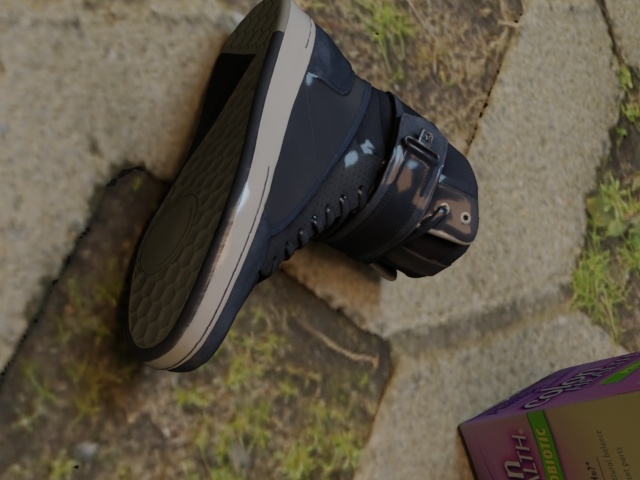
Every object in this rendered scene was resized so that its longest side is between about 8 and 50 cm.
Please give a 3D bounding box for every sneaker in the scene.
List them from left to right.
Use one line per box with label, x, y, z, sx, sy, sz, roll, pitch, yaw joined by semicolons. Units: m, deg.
sneaker;0.001;-0.001;0.670;0.163;0.086;0.226;39;51;-26

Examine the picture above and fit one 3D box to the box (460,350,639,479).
box;0.234;0.167;0.729;0.117;0.243;0.213;-19;89;-47
